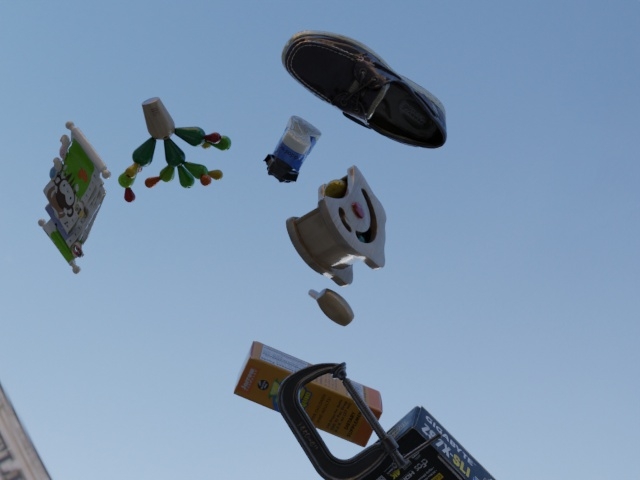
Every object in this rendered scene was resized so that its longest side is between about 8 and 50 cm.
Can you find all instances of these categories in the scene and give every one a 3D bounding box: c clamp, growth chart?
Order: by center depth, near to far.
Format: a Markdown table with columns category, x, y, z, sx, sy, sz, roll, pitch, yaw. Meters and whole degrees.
| category | x | y | z | sx | sy | sz | roll | pitch | yaw |
| --- | --- | --- | --- | --- | --- | --- | --- | --- | --- |
| c clamp | 0.034 | 0.200 | 0.827 | 0.160 | 0.137 | 0.022 | 49 | -23 | 17 |
| growth chart | -0.452 | -0.081 | 1.336 | 0.172 | 0.021 | 0.237 | 40 | -62 | 27 |

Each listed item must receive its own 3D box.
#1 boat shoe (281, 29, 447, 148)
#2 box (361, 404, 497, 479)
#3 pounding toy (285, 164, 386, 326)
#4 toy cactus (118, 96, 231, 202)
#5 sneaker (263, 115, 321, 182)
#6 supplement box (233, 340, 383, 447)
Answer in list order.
| category | x | y | z | sx | sy | sz | roll | pitch | yaw |
| --- | --- | --- | --- | --- | --- | --- | --- | --- | --- |
| boat shoe | 0.076 | -0.222 | 1.101 | 0.285 | 0.092 | 0.103 | 27 | -69 | -20 |
| box | 0.106 | 0.418 | 0.975 | 0.257 | 0.079 | 0.322 | 44 | -73 | 2 |
| pounding toy | 0.000 | 0.000 | 1.150 | 0.155 | 0.269 | 0.154 | -30 | -61 | 26 |
| toy cactus | -0.275 | -0.165 | 1.321 | 0.219 | 0.112 | 0.180 | -18 | -60 | 2 |
| sneaker | -0.045 | -0.133 | 1.106 | 0.058 | 0.152 | 0.084 | 32 | -69 | -8 |
| supplement box | -0.020 | 0.248 | 1.191 | 0.233 | 0.080 | 0.078 | 23 | -76 | -3 |
